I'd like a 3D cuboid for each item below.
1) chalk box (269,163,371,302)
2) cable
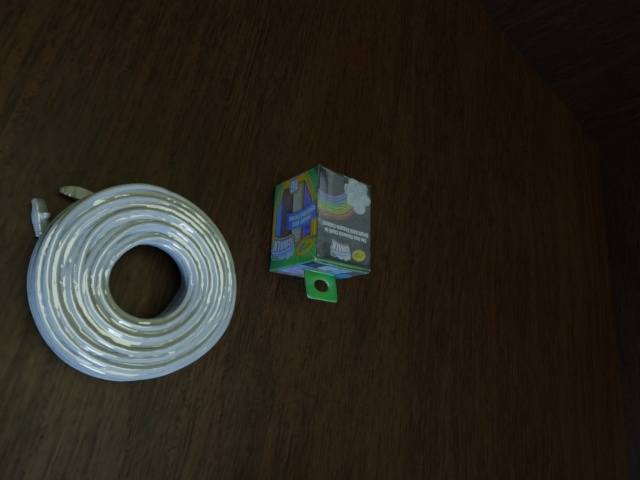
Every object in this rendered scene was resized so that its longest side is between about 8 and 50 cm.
[{"bbox_3d":[0.000,0.000,0.735,0.132,0.132,0.213,16,71,-38],"label":"chalk box"},{"bbox_3d":[-0.232,0.051,0.552,0.256,0.089,0.258,3,78,-40],"label":"cable"}]
